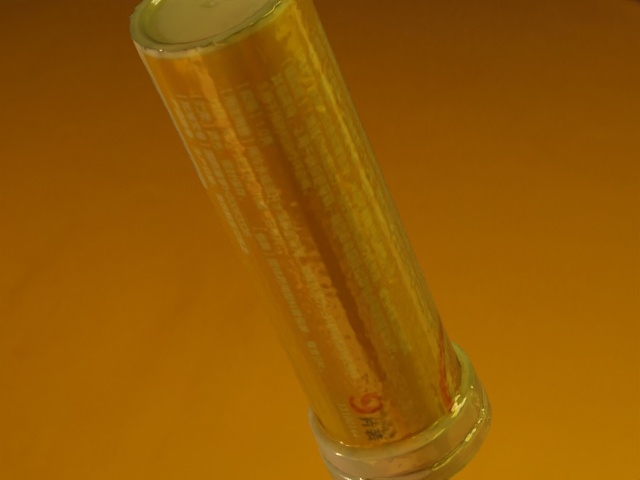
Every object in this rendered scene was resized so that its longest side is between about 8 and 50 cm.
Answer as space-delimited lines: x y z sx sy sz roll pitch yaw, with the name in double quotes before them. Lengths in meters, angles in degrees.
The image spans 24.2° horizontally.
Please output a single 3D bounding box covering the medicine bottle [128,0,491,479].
"medicine bottle" 0.000 0.000 0.555 0.074 0.074 0.218 -8 -51 21
